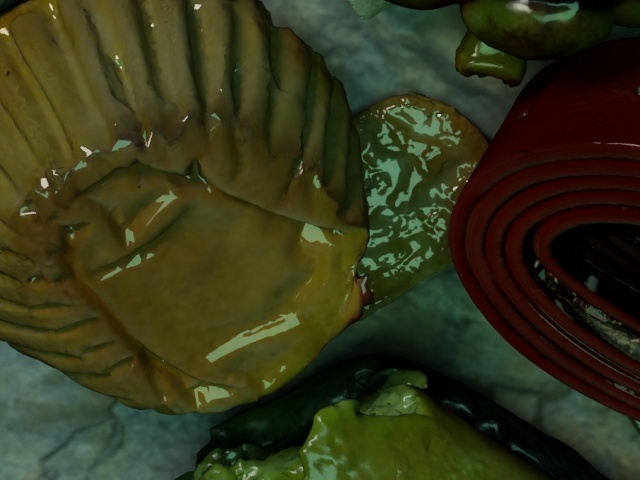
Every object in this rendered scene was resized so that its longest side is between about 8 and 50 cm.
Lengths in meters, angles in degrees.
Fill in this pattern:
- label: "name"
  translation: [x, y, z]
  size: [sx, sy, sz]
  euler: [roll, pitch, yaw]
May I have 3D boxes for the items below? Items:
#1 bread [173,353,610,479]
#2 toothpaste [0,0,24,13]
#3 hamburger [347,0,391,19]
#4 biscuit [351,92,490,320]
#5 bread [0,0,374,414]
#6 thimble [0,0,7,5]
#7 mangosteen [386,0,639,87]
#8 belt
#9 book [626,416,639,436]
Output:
- label: "bread"
  translation: [0.092, 0.239, 1.179]
  size: [0.376, 0.208, 0.251]
  euler: [35, 91, -15]
- label: "toothpaste"
  translation: [-0.183, -0.135, 1.157]
  size: [0.140, 0.021, 0.037]
  euler: [-29, 109, 7]
- label: "hamburger"
  translation: [0.024, -0.203, 1.116]
  size: [0.084, 0.054, 0.121]
  euler: [-36, 98, 14]
- label: "biscuit"
  translation: [0.000, 0.000, 1.198]
  size: [0.247, 0.029, 0.118]
  euler: [-31, 106, 10]
- label: "bread"
  translation: [-0.100, -0.021, 1.081]
  size: [0.274, 0.149, 0.274]
  euler: [-6, 119, -12]
- label: "thimble"
  translation: [-0.247, -0.217, 1.061]
  size: [0.185, 0.149, 0.211]
  euler: [-33, 106, 13]
- label: "mangosteen"
  translation: [0.124, -0.215, 1.010]
  size: [0.275, 0.275, 0.302]
  euler: [12, 123, -4]
- label: "belt"
  translation: [0.242, 0.011, 1.092]
  size: [0.323, 0.115, 0.227]
  euler: [21, 139, 13]
- label: "book"
  translation: [0.364, 0.077, 1.208]
  size: [0.322, 0.018, 0.228]
  euler: [-35, 94, 12]
